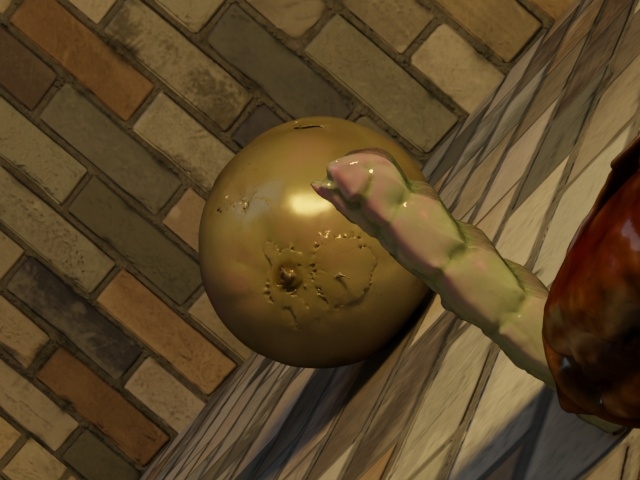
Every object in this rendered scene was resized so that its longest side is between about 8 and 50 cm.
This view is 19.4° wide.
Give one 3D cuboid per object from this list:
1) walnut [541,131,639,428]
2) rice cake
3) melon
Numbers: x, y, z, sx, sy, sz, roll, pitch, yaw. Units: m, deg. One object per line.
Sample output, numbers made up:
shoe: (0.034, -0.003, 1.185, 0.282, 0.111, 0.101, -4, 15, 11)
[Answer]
walnut: (0.147, -0.002, 0.648, 0.207, 0.116, 0.116, -48, 3, 36)
rice cake: (0.074, 0.015, 0.909, 0.037, 0.189, 0.198, -51, -5, 5)
melon: (0.000, 0.000, 1.726, 0.223, 0.223, 0.317, -49, 4, 12)
